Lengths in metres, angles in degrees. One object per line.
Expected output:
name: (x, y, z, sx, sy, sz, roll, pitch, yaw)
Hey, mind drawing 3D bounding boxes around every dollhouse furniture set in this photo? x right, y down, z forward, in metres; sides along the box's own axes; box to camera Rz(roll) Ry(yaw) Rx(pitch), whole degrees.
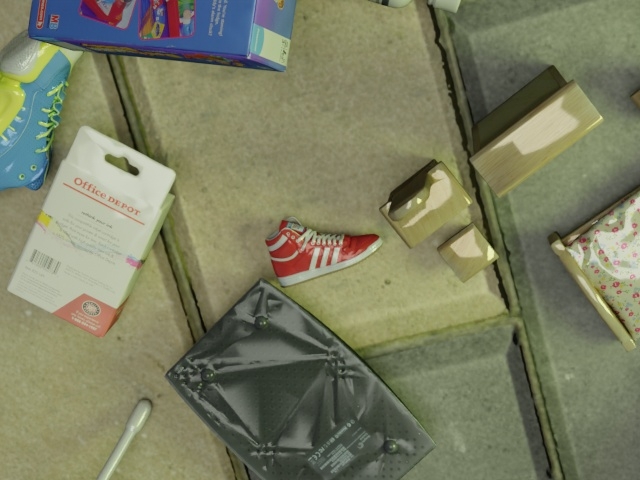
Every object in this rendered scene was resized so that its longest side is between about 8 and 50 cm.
dollhouse furniture set: (0.279, 0.022, 1.187, 0.303, 0.174, 0.355, -37, 97, 14)

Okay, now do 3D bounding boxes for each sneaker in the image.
sneaker: (-0.295, -0.131, 1.271, 0.240, 0.091, 0.126, -35, 116, 12)
sneaker: (0.000, 0.000, 1.279, 0.118, 0.042, 0.067, -20, 104, 13)

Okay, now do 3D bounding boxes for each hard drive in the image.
hard drive: (-0.020, 0.173, 1.317, 0.254, 0.054, 0.172, 44, 104, -5)

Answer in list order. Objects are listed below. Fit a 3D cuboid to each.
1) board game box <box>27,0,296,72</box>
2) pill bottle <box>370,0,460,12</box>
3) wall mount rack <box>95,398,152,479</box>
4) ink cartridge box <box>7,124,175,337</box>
board game box: (-0.124, -0.338, 1.121, 0.233, 0.078, 0.347, 10, 91, 23)
pill bottle: (0.055, -0.280, 1.173, 0.180, 0.108, 0.108, 17, 105, 2)
wall mount rack: (-0.185, 0.366, 1.351, 0.350, 0.130, 0.304, 31, 108, -2)
ink cartridge box: (-0.229, -0.015, 1.289, 0.115, 0.067, 0.198, 28, 106, -1)
